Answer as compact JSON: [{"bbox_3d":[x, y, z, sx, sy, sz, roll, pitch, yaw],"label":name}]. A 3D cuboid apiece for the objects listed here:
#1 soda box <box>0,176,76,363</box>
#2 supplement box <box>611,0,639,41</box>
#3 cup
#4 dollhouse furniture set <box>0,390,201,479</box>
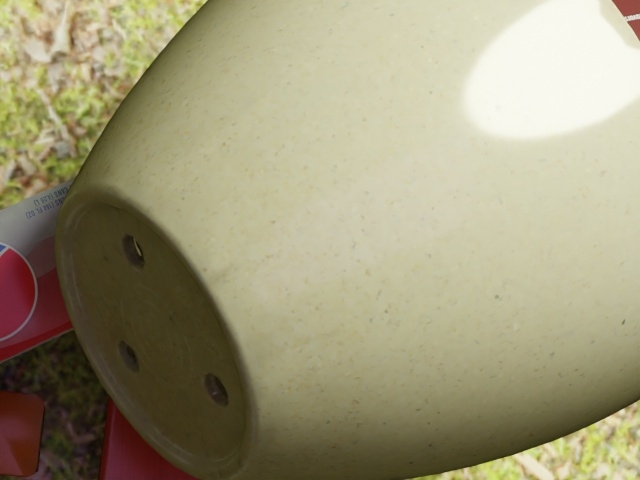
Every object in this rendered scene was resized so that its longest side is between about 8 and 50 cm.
[{"bbox_3d":[-0.237,0.050,1.032,0.263,0.092,0.083,-26,93,-16],"label":"soda box"},{"bbox_3d":[0.153,-0.128,1.097,0.191,0.129,0.194,-13,59,-16],"label":"supplement box"},{"bbox_3d":[0.000,0.000,0.948,0.237,0.331,0.331,-28,92,-31],"label":"cup"},{"bbox_3d":[-0.097,0.209,1.028,0.262,0.135,0.259,8,82,-14],"label":"dollhouse furniture set"}]
